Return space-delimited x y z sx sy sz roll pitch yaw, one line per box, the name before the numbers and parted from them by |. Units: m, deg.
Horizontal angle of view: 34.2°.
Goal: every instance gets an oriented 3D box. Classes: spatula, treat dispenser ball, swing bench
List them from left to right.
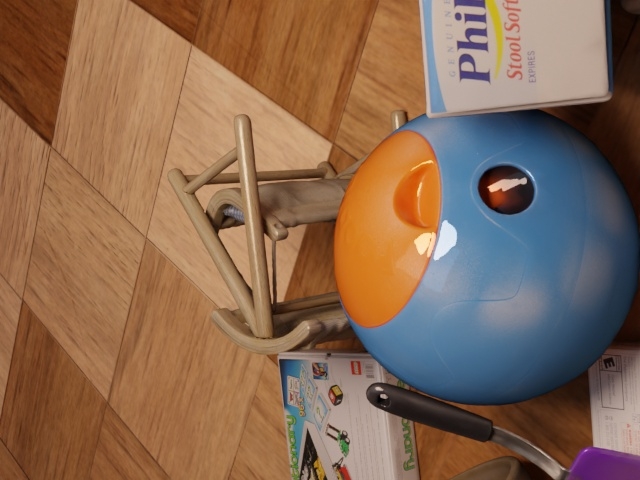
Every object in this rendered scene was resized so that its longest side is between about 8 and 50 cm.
swing bench | 0.000 0.000 1.183 0.165 0.253 0.255 -32 72 46
treat dispenser ball | 0.155 0.012 0.989 0.288 0.288 0.288 9 102 47
spatula | 0.183 0.197 0.997 0.296 0.030 0.084 21 117 11

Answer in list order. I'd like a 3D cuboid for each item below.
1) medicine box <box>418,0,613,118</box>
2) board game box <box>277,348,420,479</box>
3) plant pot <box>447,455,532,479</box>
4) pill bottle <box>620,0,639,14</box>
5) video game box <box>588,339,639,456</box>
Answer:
medicine box | 0.161 -0.262 0.898 0.149 0.289 0.263 -4 106 10
board game box | 0.039 0.291 1.329 0.193 0.053 0.305 -5 92 47
plant pot | 0.153 0.427 1.068 0.280 0.323 0.323 54 133 7
pill bottle | 0.309 -0.297 0.912 0.103 0.103 0.184 -2 94 48
video game box | 0.348 0.199 0.982 0.187 0.048 0.205 0 95 50
